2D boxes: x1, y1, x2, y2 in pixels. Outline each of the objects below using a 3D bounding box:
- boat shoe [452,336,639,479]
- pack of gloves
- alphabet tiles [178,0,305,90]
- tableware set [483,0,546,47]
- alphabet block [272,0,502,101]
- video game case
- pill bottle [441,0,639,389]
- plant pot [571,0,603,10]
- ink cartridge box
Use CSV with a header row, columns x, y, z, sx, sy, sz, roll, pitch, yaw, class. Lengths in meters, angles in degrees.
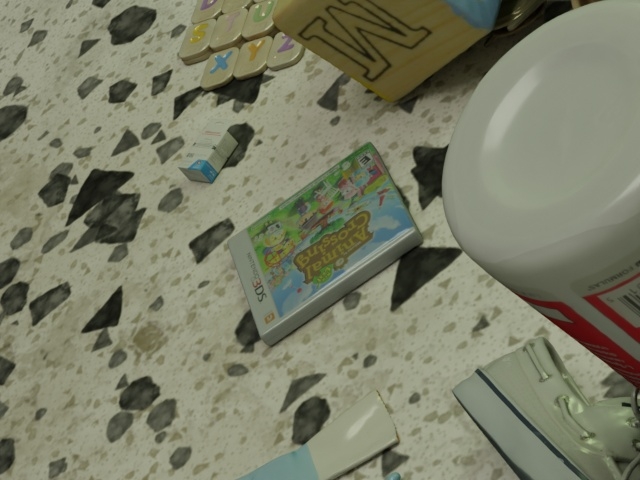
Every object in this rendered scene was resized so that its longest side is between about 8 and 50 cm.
x,y,z,sx,sy,sz,roll,pitch,yaw,class
0.254,0.180,1.422,0.156,0.136,0.367,-39,27,-2,boat shoe
-0.021,0.260,1.643,0.232,0.046,0.195,-35,38,8,pack of gloves
-0.070,-0.328,2.312,0.284,0.021,0.278,-13,44,33,alphabet tiles
0.269,-0.298,1.963,0.194,0.039,0.128,-41,24,-10,tableware set
0.090,-0.313,1.963,0.197,0.193,0.192,-35,28,48,alphabet block
0.000,0.000,1.909,0.212,0.023,0.193,-35,37,9,video game case
0.299,0.014,1.283,0.229,0.408,0.229,-29,43,31,pill bottle
0.392,-0.265,1.756,0.237,0.109,0.237,-24,38,21,plant pot
-0.140,-0.116,2.149,0.048,0.028,0.083,10,60,46,ink cartridge box
